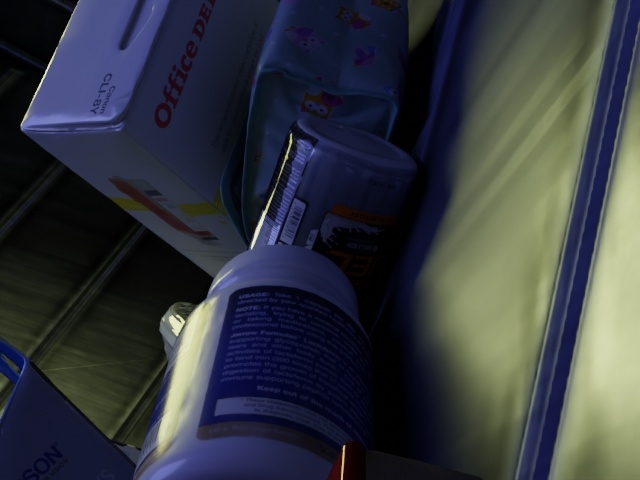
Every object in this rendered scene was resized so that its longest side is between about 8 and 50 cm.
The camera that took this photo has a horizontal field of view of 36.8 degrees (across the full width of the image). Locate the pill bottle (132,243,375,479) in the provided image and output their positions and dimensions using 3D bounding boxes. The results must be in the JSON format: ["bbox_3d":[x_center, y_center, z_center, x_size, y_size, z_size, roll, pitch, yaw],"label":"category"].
[{"bbox_3d":[-0.037,0.120,0.672,0.264,0.153,0.153,-84,14,-60],"label":"pill bottle"}]

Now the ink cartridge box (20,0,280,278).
[{"bbox_3d":[-0.129,-0.149,1.151,0.385,0.160,0.279,44,-124,-50],"label":"ink cartridge box"}]

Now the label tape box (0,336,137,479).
[{"bbox_3d":[-0.188,0.226,0.759,0.115,0.348,0.249,-47,-3,-22],"label":"label tape box"}]

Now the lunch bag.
[{"bbox_3d":[-0.006,-0.110,0.997,0.223,0.160,0.262,-79,3,-48],"label":"lunch bag"}]

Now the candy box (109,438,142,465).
[{"bbox_3d":[-0.206,0.325,1.258,0.165,0.196,0.070,128,159,-68],"label":"candy box"}]

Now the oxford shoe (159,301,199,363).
[{"bbox_3d":[-0.097,0.159,1.015,0.449,0.169,0.130,-140,67,-77],"label":"oxford shoe"}]

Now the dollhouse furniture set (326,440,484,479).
[{"bbox_3d":[-0.058,0.283,0.423,0.201,0.152,0.374,-87,17,-63],"label":"dollhouse furniture set"}]

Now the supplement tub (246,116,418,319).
[{"bbox_3d":[0.000,0.000,0.831,0.117,0.117,0.190,-93,22,-70],"label":"supplement tub"}]
